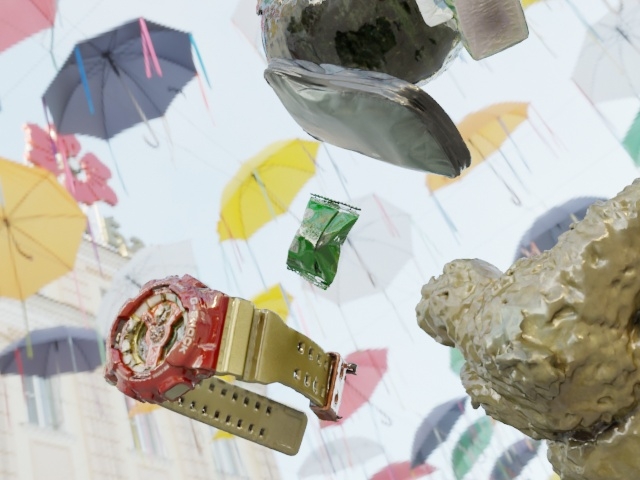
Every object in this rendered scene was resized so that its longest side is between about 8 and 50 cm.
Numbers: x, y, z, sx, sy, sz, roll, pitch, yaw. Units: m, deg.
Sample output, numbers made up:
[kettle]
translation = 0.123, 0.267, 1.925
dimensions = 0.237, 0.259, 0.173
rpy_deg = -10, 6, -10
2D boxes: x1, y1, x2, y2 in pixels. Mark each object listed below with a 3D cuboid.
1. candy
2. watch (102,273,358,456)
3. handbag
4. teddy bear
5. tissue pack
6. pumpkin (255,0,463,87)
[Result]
[candy]
translation = 0.000, 0.000, 1.998
dimensions = 0.203, 0.141, 0.078
rpy_deg = -71, -19, 5
[watch]
translation = -0.057, 0.122, 0.739
dimensions = 0.165, 0.102, 0.268
rpy_deg = -15, -35, 40
[handbag]
translation = 0.056, -0.179, 1.269
dimensions = 0.075, 0.332, 0.191
rpy_deg = -58, -44, -13
[teddy bear]
translation = 0.223, 0.109, 0.676
dimensions = 0.256, 0.156, 0.267
rpy_deg = 44, -46, -15
[tissue pack]
translation = 0.122, -0.215, 0.754
dimensions = 0.079, 0.111, 0.085
rpy_deg = -22, -54, 11
[pumpkin]
translation = 0.100, -0.426, 1.593
dimensions = 0.454, 0.454, 0.344
rpy_deg = -32, -65, 11
